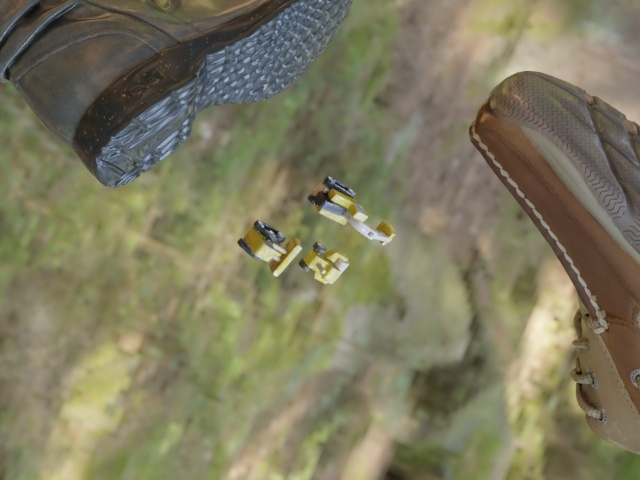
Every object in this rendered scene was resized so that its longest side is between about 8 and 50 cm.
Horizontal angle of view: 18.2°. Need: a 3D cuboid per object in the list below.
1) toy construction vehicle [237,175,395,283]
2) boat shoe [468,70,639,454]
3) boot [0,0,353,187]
[{"bbox_3d":[0.000,0.000,1.517,0.086,0.098,0.035,-46,-137,14],"label":"toy construction vehicle"},{"bbox_3d":[0.178,0.059,1.006,0.116,0.324,0.123,-40,180,26],"label":"boat shoe"},{"bbox_3d":[-0.102,-0.145,1.195,0.246,0.161,0.083,-34,156,-37],"label":"boot"}]
